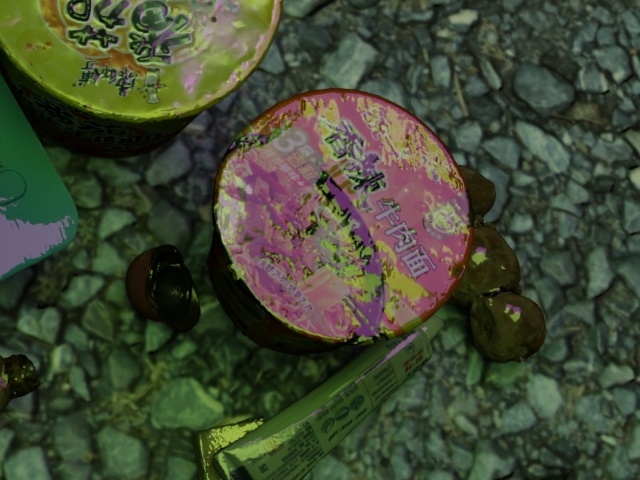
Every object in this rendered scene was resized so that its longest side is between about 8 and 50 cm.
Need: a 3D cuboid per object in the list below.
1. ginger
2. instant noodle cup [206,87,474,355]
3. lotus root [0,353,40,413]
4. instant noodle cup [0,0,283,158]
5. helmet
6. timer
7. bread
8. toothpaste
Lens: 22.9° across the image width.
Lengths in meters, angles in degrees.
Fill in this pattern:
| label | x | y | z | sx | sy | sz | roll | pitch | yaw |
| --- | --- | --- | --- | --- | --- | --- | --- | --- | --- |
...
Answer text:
| label | x | y | z | sx | sy | sz | roll | pitch | yaw |
| --- | --- | --- | --- | --- | --- | --- | --- | --- | --- |
| ginger | 0.150 | 0.023 | 1.509 | 0.104 | 0.080 | 0.204 | -17 | 77 | -24 |
| instant noodle cup | 0.000 | 0.000 | 1.419 | 0.230 | 0.182 | 0.230 | 4 | 74 | -14 |
| lotus root | -0.332 | 0.124 | 1.351 | 0.183 | 0.077 | 0.090 | -3 | 83 | -10 |
| instant noodle cup | -0.180 | -0.195 | 1.418 | 0.264 | 0.200 | 0.264 | 4 | 73 | -14 |
| helmet | -0.150 | 0.046 | 1.438 | 0.065 | 0.049 | 0.084 | -42 | 117 | -54 |
| timer | -0.349 | -0.068 | 1.330 | 0.232 | 0.091 | 0.250 | -32 | 103 | -39 |
| bread | -0.069 | 0.237 | 1.417 | 0.068 | 0.028 | 0.153 | -10 | 78 | -17 |
| toothpaste | 0.019 | 0.149 | 1.442 | 0.268 | 0.047 | 0.069 | -38 | 127 | -28 |
